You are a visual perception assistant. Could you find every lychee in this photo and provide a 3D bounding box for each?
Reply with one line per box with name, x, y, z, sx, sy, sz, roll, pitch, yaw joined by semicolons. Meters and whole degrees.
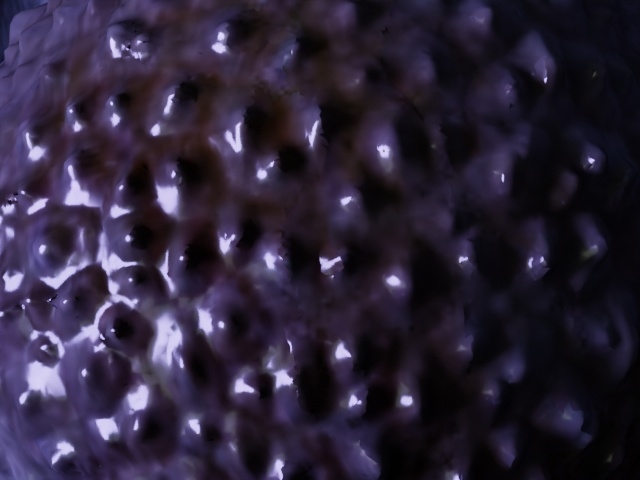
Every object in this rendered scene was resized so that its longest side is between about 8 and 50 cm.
lychee;-0.005;0.002;0.661;0.300;0.300;0.300;18;113;49
